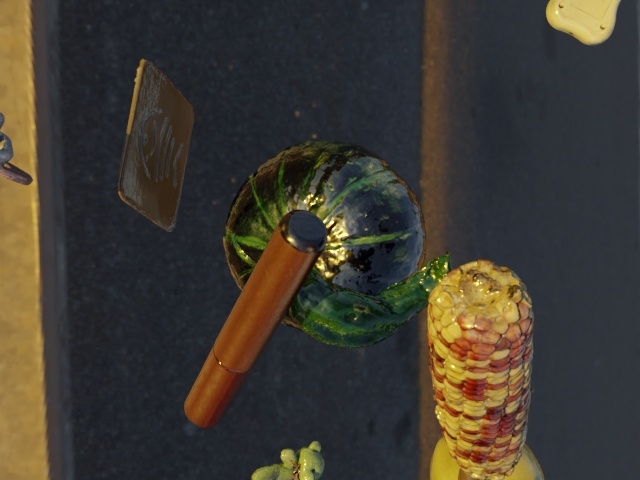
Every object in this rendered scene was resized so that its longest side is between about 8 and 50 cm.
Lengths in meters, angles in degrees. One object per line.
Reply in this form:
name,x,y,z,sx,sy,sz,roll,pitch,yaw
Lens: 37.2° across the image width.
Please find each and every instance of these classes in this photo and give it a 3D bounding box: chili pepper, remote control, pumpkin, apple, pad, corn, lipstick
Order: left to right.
pad,-0.327,-0.185,1.917,0.284,0.018,0.287,49,46,-71
lipstick,-0.079,0.099,1.062,0.057,0.057,0.357,-52,173,-47
pumpkin,0.000,0.000,1.423,0.238,0.315,0.315,-7,94,-62
chili pepper,0.030,0.062,1.105,0.278,0.065,0.122,7,78,-24
corn,0.155,0.136,0.909,0.290,0.098,0.098,78,29,-47
apple,0.264,0.388,1.527,0.200,0.200,0.200,6,84,-59
remote control,0.291,-0.269,0.998,0.122,0.074,0.032,-61,178,0

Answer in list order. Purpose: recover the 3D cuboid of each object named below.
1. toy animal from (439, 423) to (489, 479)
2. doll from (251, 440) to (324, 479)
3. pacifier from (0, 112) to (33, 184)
toy animal,0.204,0.305,1.198,0.186,0.093,0.214,60,29,-17
doll,-0.059,0.442,1.789,0.150,0.077,0.115,-13,129,-21
pacifier,-0.622,-0.148,1.506,0.332,0.273,0.220,28,35,-28
